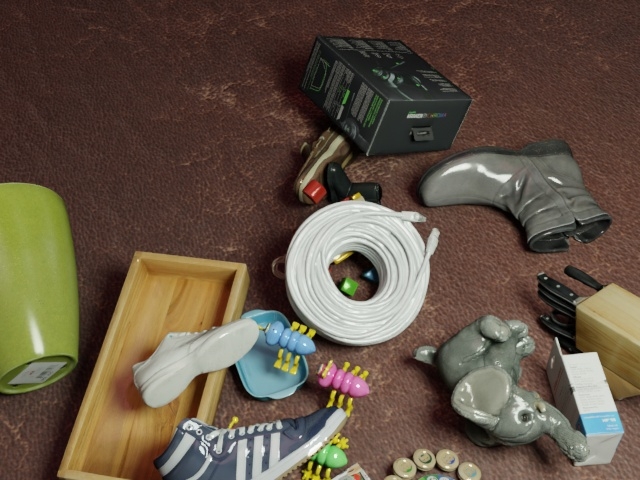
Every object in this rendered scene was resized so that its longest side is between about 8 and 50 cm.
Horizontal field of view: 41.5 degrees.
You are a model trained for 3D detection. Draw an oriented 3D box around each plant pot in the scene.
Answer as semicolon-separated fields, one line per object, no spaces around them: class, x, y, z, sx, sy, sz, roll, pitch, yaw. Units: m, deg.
plant pot;-0.525;0.099;1.443;0.274;0.275;0.294;-22;67;-15

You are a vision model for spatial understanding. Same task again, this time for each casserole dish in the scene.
casserole dish;-0.091;0.201;1.454;0.114;0.037;0.188;-17;49;-12

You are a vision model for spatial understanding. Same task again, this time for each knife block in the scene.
knife block;0.473;0.127;1.361;0.088;0.276;0.242;-29;83;-20

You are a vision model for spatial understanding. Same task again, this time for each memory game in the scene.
memory game;0.181;0.390;1.262;0.186;0.012;0.186;7;41;-6

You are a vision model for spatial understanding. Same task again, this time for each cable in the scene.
cable;0.062;0.056;1.475;0.257;0.089;0.257;16;74;-7

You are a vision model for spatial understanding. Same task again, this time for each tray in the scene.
tray;-0.262;0.217;1.395;0.202;0.076;0.411;6;57;8

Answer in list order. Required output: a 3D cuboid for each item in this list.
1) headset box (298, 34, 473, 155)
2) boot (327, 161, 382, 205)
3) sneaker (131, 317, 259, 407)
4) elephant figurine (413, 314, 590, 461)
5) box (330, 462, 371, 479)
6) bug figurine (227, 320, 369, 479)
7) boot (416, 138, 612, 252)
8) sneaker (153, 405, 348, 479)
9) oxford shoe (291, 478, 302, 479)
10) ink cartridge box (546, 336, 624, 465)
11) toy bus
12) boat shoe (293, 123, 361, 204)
headset box;0.140;-0.302;1.767;0.246;0.131;0.283;-9;44;-39
boot;0.069;-0.106;1.663;0.099;0.121;0.045;5;51;16
sneaker;-0.203;0.170;1.338;0.212;0.080;0.094;-30;47;-14
elephant figurine;0.275;0.248;1.310;0.169;0.186;0.240;21;44;-25
box;0.069;0.439;1.236;0.114;0.036;0.207;-28;53;-20
bug figurine;-0.040;0.257;1.340;0.216;0.072;0.279;18;64;9
boot;0.371;-0.073;1.625;0.338;0.118;0.223;-14;54;-3
sneaker;-0.107;0.290;1.231;0.282;0.099;0.153;-34;80;-10
oxford shoe;-0.107;0.481;1.144;0.130;0.123;0.348;8;53;15
ink cartridge box;0.415;0.250;1.337;0.060;0.104;0.180;-5;49;-1
toy bus;0.013;-0.002;1.580;0.202;0.104;0.191;14;82;-14
boat shoe;-0.001;-0.162;1.738;0.095;0.095;0.257;18;40;21
